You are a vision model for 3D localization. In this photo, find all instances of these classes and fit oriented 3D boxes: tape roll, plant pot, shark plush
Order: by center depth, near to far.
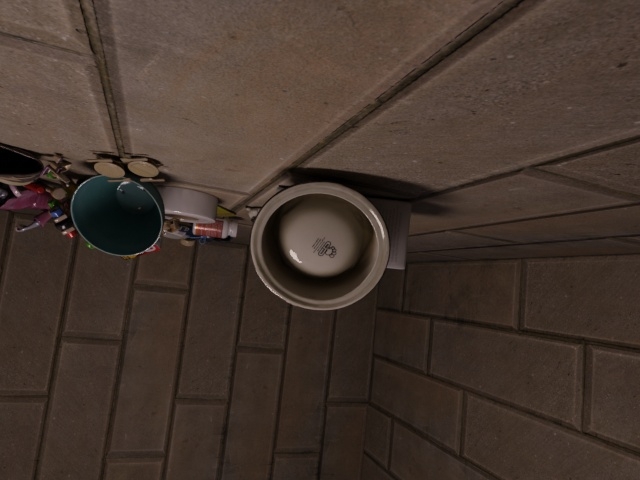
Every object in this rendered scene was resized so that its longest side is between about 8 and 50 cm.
[{"bbox_3d":[-0.668,-0.118,1.540,0.290,0.290,0.195,7,-154,-5],"label":"plant pot"},{"bbox_3d":[-0.565,-0.141,1.815,0.286,0.100,0.286,7,174,1],"label":"tape roll"},{"bbox_3d":[-0.283,-0.116,1.982,0.067,0.073,0.161,-23,171,-6],"label":"shark plush"}]

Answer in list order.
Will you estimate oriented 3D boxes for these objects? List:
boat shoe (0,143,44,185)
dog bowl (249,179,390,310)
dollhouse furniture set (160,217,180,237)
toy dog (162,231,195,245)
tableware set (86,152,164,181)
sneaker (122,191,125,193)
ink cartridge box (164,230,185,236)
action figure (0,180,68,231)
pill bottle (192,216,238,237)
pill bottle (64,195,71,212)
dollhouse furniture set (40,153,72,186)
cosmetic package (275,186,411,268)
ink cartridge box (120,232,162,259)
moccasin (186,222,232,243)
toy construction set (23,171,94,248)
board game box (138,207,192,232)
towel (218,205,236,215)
[{"bbox_3d":[-0.986,-0.246,1.281,0.130,0.132,0.355,-9,175,31],"label":"boat shoe"},{"bbox_3d":[0.000,0.000,1.345,0.408,0.408,0.150,6,-159,1],"label":"dog bowl"},{"bbox_3d":[-0.678,-0.081,1.758,0.161,0.101,0.182,-19,166,15],"label":"dollhouse furniture set"},{"bbox_3d":[-0.833,-0.075,2.423,0.334,0.220,0.161,22,-163,-42],"label":"toy dog"},{"bbox_3d":[-0.580,-0.226,1.337,0.194,0.039,0.128,0,157,6],"label":"tableware set"},{"bbox_3d":[-0.849,-0.166,1.814,0.296,0.112,0.131,4,174,26],"label":"sneaker"},{"bbox_3d":[-0.768,-0.120,2.156,0.224,0.056,0.181,46,-178,13],"label":"ink cartridge box"},{"bbox_3d":[-1.159,-0.191,1.800,0.276,0.248,0.370,-25,161,19],"label":"action figure"},{"bbox_3d":[-0.533,-0.075,2.264,0.216,0.121,0.121,8,173,-12],"label":"pill bottle"},{"bbox_3d":[-1.103,-0.150,2.114,0.246,0.130,0.130,3,173,25],"label":"pill bottle"},{"bbox_3d":[-0.809,-0.225,1.428,0.081,0.091,0.114,42,-164,-11],"label":"dollhouse furniture set"},{"bbox_3d":[0.066,-0.036,1.530,0.453,0.230,0.161,7,177,1],"label":"cosmetic package"},{"bbox_3d":[-0.931,-0.047,2.037,0.272,0.130,0.309,-16,145,10],"label":"ink cartridge box"},{"bbox_3d":[-0.601,-0.056,2.418,0.117,0.138,0.342,50,-154,23],"label":"moccasin"},{"bbox_3d":[-0.922,-0.156,1.601,0.237,0.257,0.309,18,167,30],"label":"toy construction set"},{"bbox_3d":[-0.711,-0.116,2.007,0.165,0.042,0.243,45,-169,22],"label":"board game box"},{"bbox_3d":[-0.486,-0.145,2.072,0.102,0.021,0.237,-1,171,14],"label":"towel"}]
